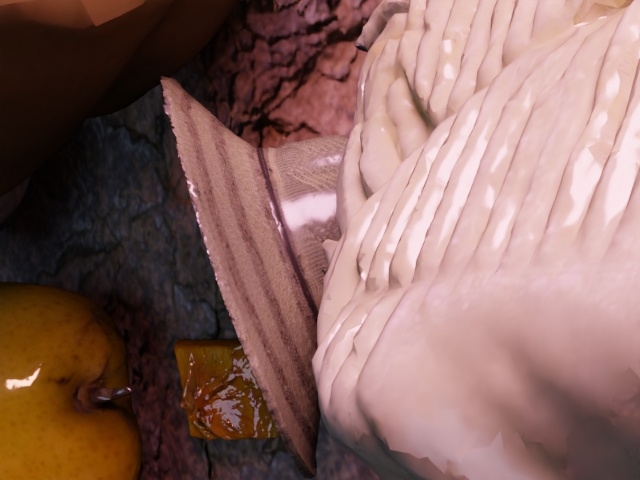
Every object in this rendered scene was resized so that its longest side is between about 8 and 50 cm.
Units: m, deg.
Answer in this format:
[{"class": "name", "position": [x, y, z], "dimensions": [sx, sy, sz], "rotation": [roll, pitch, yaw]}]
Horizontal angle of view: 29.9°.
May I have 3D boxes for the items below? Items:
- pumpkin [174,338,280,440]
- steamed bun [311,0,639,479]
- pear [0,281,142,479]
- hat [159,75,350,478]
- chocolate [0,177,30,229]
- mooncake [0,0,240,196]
[{"class": "pumpkin", "position": [-0.072, 0.102, 0.832], "dimensions": [0.101, 0.035, 0.073], "rotation": [-10, 85, 46]}, {"class": "steamed bun", "position": [0.171, -0.018, 0.451], "dimensions": [0.347, 0.237, 0.394], "rotation": [-52, 22, 4]}, {"class": "pear", "position": [-0.293, 0.170, 0.890], "dimensions": [0.285, 0.285, 0.336], "rotation": [49, 119, 28]}, {"class": "hat", "position": [0.000, 0.000, 0.692], "dimensions": [0.110, 0.252, 0.252], "rotation": [-20, 78, 1]}, {"class": "chocolate", "position": [-0.334, -0.072, 0.923], "dimensions": [0.213, 0.303, 0.303], "rotation": [45, 129, -4]}, {"class": "mooncake", "position": [-0.238, -0.252, 0.659], "dimensions": [0.262, 0.467, 0.467], "rotation": [-35, 71, 48]}]
